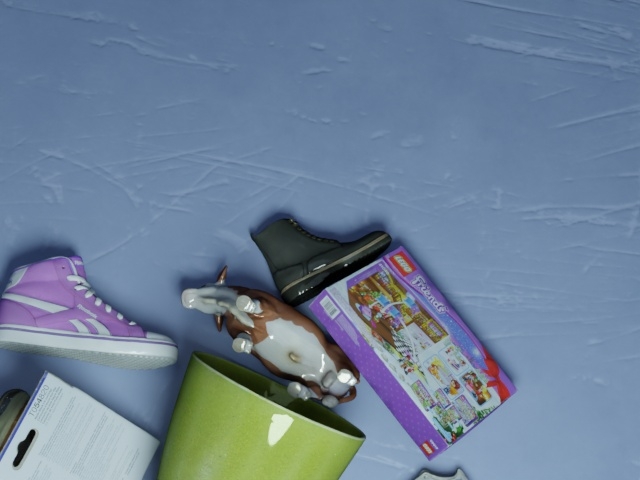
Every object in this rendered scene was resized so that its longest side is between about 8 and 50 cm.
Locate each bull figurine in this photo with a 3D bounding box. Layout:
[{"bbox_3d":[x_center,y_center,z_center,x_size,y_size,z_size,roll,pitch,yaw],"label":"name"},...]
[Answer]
[{"bbox_3d":[-0.070,0.145,1.782,0.310,0.188,0.101,32,95,-1],"label":"bull figurine"}]

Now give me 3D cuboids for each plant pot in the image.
[{"bbox_3d":[-0.121,0.348,1.685,0.274,0.275,0.293,26,89,3],"label":"plant pot"}]

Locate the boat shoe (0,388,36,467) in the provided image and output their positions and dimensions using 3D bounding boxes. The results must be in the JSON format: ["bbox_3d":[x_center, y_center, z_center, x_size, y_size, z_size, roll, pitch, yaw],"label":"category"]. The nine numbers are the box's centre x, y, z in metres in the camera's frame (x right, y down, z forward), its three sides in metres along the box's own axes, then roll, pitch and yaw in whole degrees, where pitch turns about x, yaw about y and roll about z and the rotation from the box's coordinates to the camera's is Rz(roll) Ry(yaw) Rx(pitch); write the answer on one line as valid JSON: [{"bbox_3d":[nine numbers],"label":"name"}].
[{"bbox_3d":[-0.460,0.375,1.698,0.120,0.122,0.324,23,72,-4],"label":"boat shoe"}]

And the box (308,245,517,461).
[{"bbox_3d":[0.143,0.165,1.805,0.201,0.057,0.293,-27,74,-45],"label":"box"}]

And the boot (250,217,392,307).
[{"bbox_3d":[0.000,0.000,1.886,0.198,0.077,0.137,-28,72,-14],"label":"boot"}]

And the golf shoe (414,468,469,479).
[{"bbox_3d":[0.146,0.390,1.790,0.176,0.069,0.086,-5,53,-10],"label":"golf shoe"}]

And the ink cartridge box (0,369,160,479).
[{"bbox_3d":[-0.364,0.330,1.689,0.224,0.045,0.223,41,63,-31],"label":"ink cartridge box"}]

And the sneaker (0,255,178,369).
[{"bbox_3d":[-0.345,0.102,1.805,0.282,0.102,0.161,11,69,-2],"label":"sneaker"}]
